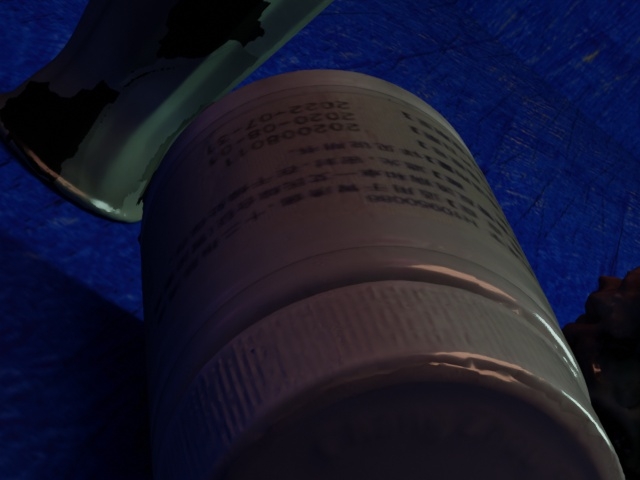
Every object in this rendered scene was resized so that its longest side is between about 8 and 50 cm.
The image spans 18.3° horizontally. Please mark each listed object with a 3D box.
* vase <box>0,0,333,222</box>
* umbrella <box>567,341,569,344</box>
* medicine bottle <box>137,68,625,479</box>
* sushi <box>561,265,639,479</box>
[{"bbox_3d":[-0.040,-0.180,1.140,0.165,0.360,0.165,38,15,-12],"label":"vase"},{"bbox_3d":[0.106,0.084,1.301,0.067,0.073,0.337,31,9,31],"label":"umbrella"},{"bbox_3d":[0.015,0.061,0.910,0.190,0.190,0.332,35,16,-19],"label":"medicine bottle"},{"bbox_3d":[0.268,0.126,1.253,0.171,0.236,0.270,14,43,-45],"label":"sushi"}]
